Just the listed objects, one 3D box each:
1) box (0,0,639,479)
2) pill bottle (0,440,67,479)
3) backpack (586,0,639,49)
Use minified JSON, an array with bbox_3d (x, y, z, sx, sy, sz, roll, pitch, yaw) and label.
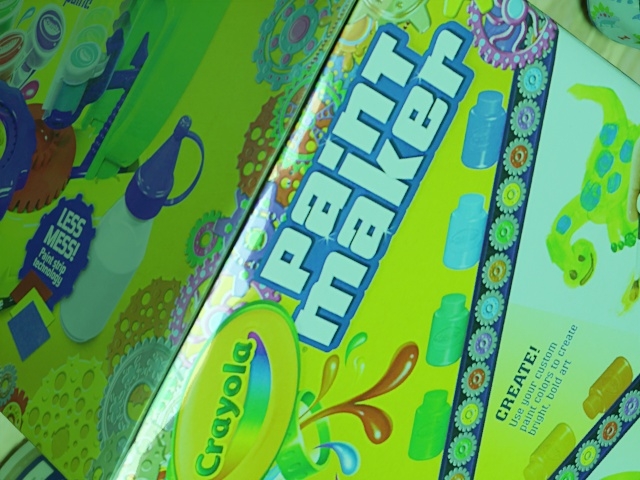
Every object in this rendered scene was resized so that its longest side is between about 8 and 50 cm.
[{"bbox_3d":[0.000,0.000,0.539,0.279,0.290,0.177,27,90,-38],"label":"box"},{"bbox_3d":[-0.068,0.160,0.609,0.112,0.187,0.112,-12,112,-31],"label":"pill bottle"},{"bbox_3d":[0.212,-0.152,0.768,0.114,0.084,0.105,0,103,-33],"label":"backpack"}]
